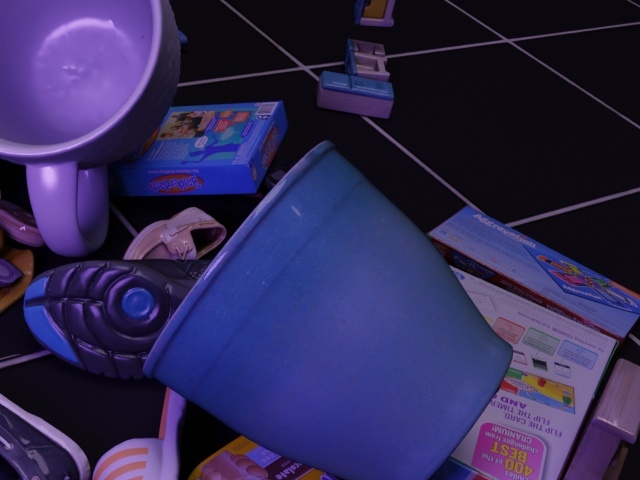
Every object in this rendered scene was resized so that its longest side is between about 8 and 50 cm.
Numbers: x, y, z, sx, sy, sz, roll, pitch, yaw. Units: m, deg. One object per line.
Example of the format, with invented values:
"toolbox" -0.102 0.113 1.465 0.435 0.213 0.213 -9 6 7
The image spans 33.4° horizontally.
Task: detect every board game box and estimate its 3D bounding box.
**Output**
"board game box" 0.284 0.045 1.407 0.281 0.027 0.145 29 30 19
"board game box" 0.174 0.163 1.186 0.242 0.064 0.316 25 36 16
"board game box" -0.165 -0.122 1.418 0.210 0.047 0.160 0 38 18

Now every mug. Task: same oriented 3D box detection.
"mug" -0.294 -0.167 1.239 0.276 0.374 0.328 -4 -2 -1

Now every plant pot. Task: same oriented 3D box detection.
"plant pot" 0.022 0.094 0.974 0.255 0.271 0.271 39 38 3

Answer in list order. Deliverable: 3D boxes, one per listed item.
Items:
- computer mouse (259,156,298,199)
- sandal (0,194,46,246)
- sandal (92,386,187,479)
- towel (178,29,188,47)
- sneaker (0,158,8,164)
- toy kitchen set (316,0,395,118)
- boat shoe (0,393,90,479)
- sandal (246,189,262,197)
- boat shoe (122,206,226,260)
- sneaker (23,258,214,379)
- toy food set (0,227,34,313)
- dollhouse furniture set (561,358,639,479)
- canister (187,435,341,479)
"computer mouse" 0.000 0.000 1.371 0.262 0.060 0.184 34 33 9
"sandal" -0.415 -0.080 1.296 0.240 0.079 0.088 28 8 16
"sandal" -0.167 0.217 0.970 0.076 0.102 0.265 7 26 -7
"towel" -0.285 -0.333 1.773 0.119 0.029 0.067 -12 42 -34
"sneaker" -0.495 -0.175 1.410 0.267 0.101 0.106 24 38 16
"toy kitchen set" 0.065 -0.329 1.767 0.122 0.166 0.207 8 34 -9
"boat shoe" -0.326 0.178 0.974 0.233 0.084 0.079 27 36 14
"sandal" -0.086 -0.080 1.476 0.179 0.040 0.067 18 37 -12
"boat shoe" -0.173 0.008 1.290 0.059 0.063 0.170 21 34 21
"sneaker" -0.150 0.079 1.180 0.341 0.125 0.139 4 8 -10
"toy food set" -0.405 0.035 1.162 0.128 0.071 0.218 23 35 13
"dollhouse furniture set" 0.365 0.252 1.039 0.242 0.161 0.212 24 35 15
"canister" -0.028 0.254 0.979 0.170 0.073 0.126 32 37 28
